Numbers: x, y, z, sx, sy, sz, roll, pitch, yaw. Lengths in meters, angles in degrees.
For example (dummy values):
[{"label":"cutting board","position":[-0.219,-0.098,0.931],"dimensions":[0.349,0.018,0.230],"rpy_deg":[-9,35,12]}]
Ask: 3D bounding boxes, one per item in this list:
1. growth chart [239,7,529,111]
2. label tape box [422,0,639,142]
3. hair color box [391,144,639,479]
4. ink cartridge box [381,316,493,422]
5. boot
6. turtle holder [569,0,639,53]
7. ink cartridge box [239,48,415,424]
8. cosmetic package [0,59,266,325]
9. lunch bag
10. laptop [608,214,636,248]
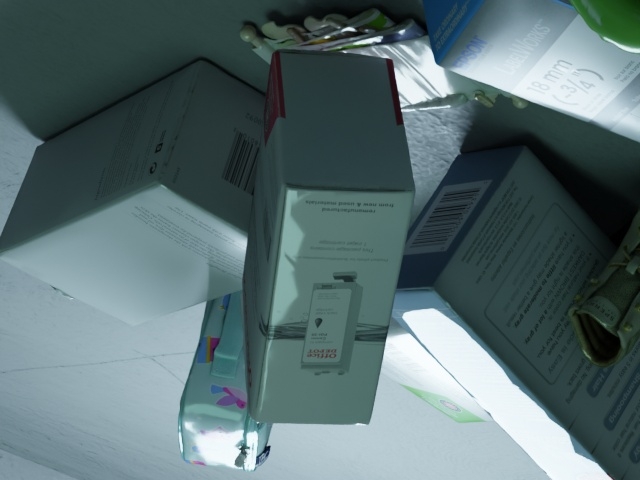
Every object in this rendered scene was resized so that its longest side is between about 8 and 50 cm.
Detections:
[{"label":"growth chart","position":[0.054,-0.163,1.711],"dimensions":[0.237,0.021,0.172],"rpy_deg":[-1,150,35]},{"label":"label tape box","position":[0.187,-0.206,1.426],"dimensions":[0.334,0.106,0.240],"rpy_deg":[20,155,-8]},{"label":"hair color box","position":[0.239,0.100,1.840],"dimensions":[0.374,0.185,0.113],"rpy_deg":[45,154,-23]},{"label":"ink cartridge box","position":[0.179,0.105,2.042],"dimensions":[0.198,0.115,0.273],"rpy_deg":[35,157,-22]},{"label":"boot","position":[0.303,0.014,1.725],"dimensions":[0.077,0.165,0.213],"rpy_deg":[34,153,26]},{"label":"turtle holder","position":[0.303,-0.224,1.182],"dimensions":[0.320,0.243,0.227],"rpy_deg":[9,124,63]},{"label":"ink cartridge box","position":[0.000,0.000,1.681],"dimensions":[0.117,0.207,0.283],"rpy_deg":[3,130,-8]},{"label":"cosmetic package","position":[-0.168,-0.038,1.966],"dimensions":[0.197,0.155,0.365],"rpy_deg":[30,154,-28]},{"label":"lunch bag","position":[-0.084,0.120,2.098],"dimensions":[0.108,0.279,0.224],"rpy_deg":[13,154,0]},{"label":"laptop","position":[0.509,0.091,1.965],"dimensions":[0.408,0.236,0.382],"rpy_deg":[-7,163,-18]}]
